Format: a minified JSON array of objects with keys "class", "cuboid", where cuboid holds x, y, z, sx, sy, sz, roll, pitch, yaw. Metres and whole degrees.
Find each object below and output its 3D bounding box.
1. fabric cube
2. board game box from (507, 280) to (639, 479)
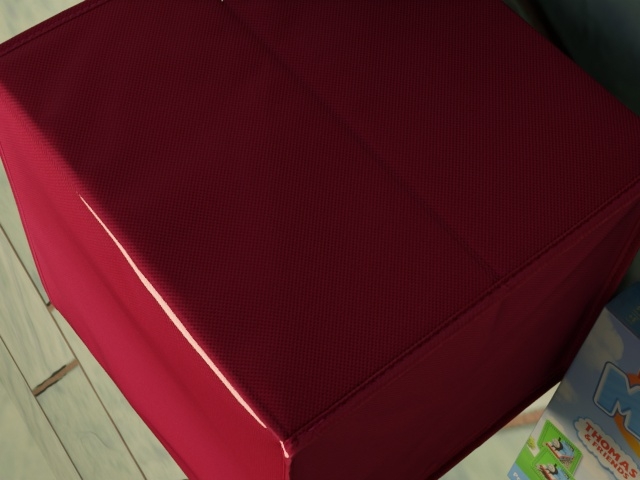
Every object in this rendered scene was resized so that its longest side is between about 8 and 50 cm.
[{"class":"fabric cube","cuboid":[0.000,0.000,0.624,0.258,0.259,0.254,46,156,24]},{"class":"board game box","cuboid":[0.209,0.147,0.671,0.160,0.039,0.211,46,147,25]}]
